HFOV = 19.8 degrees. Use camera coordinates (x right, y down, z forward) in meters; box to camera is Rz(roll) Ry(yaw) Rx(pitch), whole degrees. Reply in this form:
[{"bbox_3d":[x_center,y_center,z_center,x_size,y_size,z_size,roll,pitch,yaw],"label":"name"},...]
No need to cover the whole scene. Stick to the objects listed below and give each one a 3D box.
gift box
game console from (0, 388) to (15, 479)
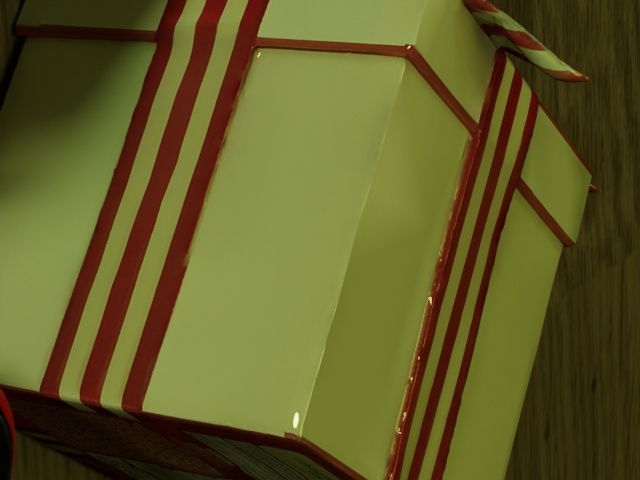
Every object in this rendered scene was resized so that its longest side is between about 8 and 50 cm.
[{"bbox_3d":[0.000,0.000,0.911,0.255,0.276,0.258,46,55,-59],"label":"gift box"},{"bbox_3d":[-0.282,0.177,0.625,0.386,0.060,0.342,15,100,-59],"label":"game console"}]
